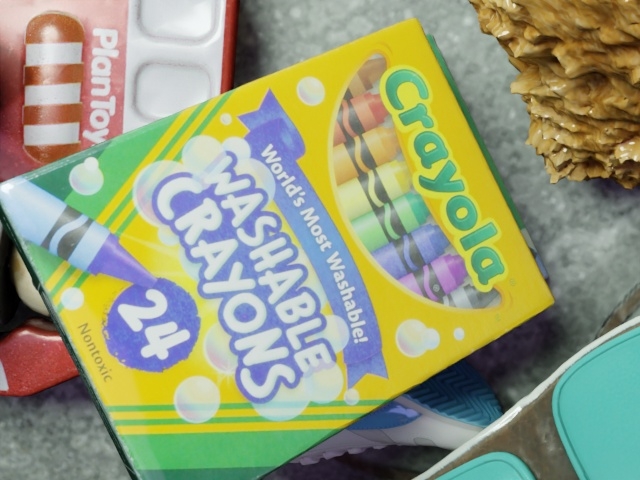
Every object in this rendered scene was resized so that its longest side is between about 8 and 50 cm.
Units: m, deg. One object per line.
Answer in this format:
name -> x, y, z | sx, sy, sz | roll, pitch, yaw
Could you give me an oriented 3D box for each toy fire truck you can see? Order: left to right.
toy fire truck -> -0.184, -0.040, 0.573 | 0.254, 0.169, 0.301 | 4, 98, -3

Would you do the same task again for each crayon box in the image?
crayon box -> 0.000, 0.000, 0.523 | 0.323, 0.083, 0.203 | -27, 91, -21

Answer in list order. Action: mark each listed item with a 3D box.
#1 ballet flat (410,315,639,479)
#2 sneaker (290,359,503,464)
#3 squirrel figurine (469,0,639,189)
ballet flat -> 0.175, 0.155, 0.535 | 0.400, 0.139, 0.139 | -38, 92, 24
sneaker -> 0.017, 0.114, 0.616 | 0.229, 0.087, 0.092 | 13, 116, 4
squirrel figurine -> 0.272, -0.135, 0.408 | 0.397, 0.370, 0.280 | -16, 95, 7
